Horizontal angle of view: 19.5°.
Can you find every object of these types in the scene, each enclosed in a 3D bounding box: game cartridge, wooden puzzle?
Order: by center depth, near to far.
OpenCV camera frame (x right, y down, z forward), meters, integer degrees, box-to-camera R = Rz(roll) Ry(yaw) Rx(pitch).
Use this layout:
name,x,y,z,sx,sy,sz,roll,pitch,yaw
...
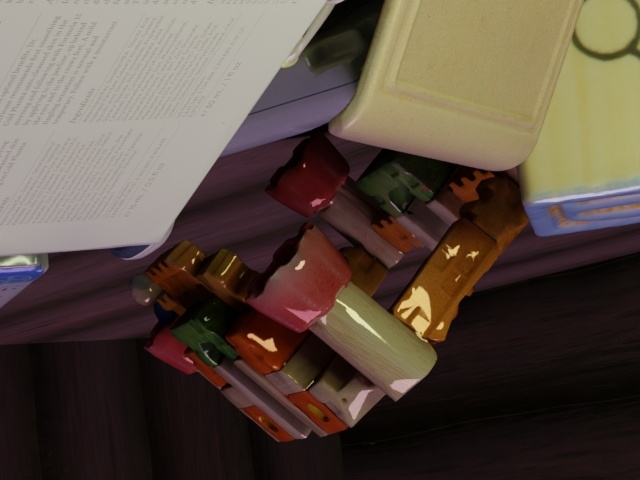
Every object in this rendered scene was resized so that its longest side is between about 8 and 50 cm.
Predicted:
name,x,y,z,sx,sy,sz,roll,pitch,yaw
wooden puzzle,0.098,-0.160,1.067,0.044,0.238,0.221,27,-170,29
game cartridge,0.018,-0.134,1.204,0.198,0.062,0.297,-19,-165,40

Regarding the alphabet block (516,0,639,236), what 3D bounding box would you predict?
name,x,y,z,sx,sy,sz,roll,pitch,yaw
alphabet block,0.236,-0.121,1.424,0.192,0.197,0.193,-8,172,7

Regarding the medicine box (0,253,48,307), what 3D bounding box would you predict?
name,x,y,z,sx,sy,sz,roll,pitch,yaw
medicine box,-0.420,-0.009,1.780,0.263,0.149,0.289,-4,170,-20

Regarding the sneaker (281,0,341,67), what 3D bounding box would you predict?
name,x,y,z,sx,sy,sz,roll,pitch,yaw
sneaker,-0.078,-0.161,1.049,0.145,0.147,0.385,-5,173,-28

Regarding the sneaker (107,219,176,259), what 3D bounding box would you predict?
name,x,y,z,sx,sy,sz,roll,pitch,yaw
sneaker,-0.204,-0.051,1.748,0.163,0.086,0.226,-10,151,-34

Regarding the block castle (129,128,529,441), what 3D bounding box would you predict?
name,x,y,z,sx,sy,sz,roll,pitch,yaw
block castle,0.000,0.000,1.724,0.213,0.303,0.453,40,161,-9

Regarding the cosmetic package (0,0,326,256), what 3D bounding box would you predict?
name,x,y,z,sx,sy,sz,roll,pitch,yaw
cosmetic package,-0.125,-0.133,0.801,0.284,0.097,0.377,-8,148,-41
